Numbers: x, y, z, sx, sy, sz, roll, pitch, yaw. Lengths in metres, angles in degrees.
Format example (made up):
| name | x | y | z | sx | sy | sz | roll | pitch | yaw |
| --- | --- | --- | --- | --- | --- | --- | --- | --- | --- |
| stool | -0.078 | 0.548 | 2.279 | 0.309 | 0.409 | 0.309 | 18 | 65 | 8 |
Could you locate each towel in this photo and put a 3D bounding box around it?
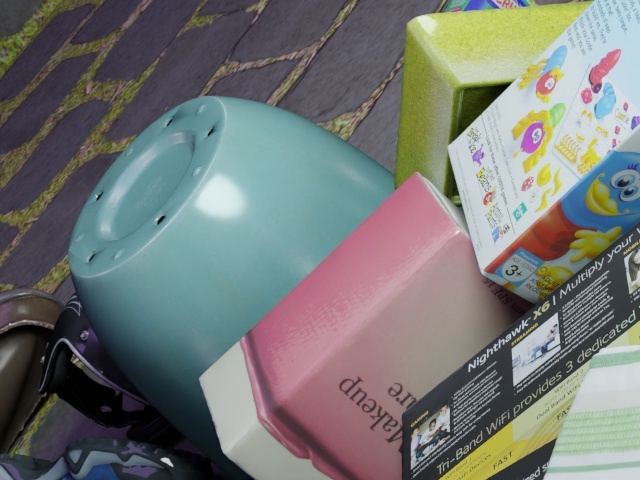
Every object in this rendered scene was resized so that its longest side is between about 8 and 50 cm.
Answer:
| name | x | y | z | sx | sy | sz | roll | pitch | yaw |
| --- | --- | --- | --- | --- | --- | --- | --- | --- | --- |
| towel | 0.164 | 0.125 | 1.010 | 0.113 | 0.023 | 0.152 | -15 | 46 | 59 |

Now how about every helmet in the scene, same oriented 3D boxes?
| name | x | y | z | sx | sy | sz | roll | pitch | yaw |
| --- | --- | --- | --- | --- | --- | --- | --- | --- | --- |
| helmet | -0.169 | 0.099 | 1.707 | 0.161 | 0.169 | 0.169 | -50 | 15 | 41 |

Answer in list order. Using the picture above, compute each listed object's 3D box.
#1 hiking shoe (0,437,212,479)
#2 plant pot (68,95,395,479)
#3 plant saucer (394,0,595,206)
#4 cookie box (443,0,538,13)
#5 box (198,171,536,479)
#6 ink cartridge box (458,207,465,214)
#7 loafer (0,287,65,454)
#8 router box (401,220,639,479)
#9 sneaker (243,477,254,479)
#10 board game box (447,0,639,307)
| name | x | y | z | sx | sy | sz | roll | pitch | yaw |
| --- | --- | --- | --- | --- | --- | --- | --- | --- | --- |
| hiking shoe | -0.207 | 0.250 | 1.635 | 0.304 | 0.113 | 0.132 | -15 | 68 | 42 |
| plant pot | -0.061 | 0.023 | 1.514 | 0.293 | 0.235 | 0.293 | -36 | 30 | 25 |
| plant saucer | 0.154 | -0.088 | 1.354 | 0.188 | 0.188 | 0.045 | -5 | 50 | -6 |
| cookie box | 0.155 | -0.188 | 1.704 | 0.040 | 0.092 | 0.107 | -6 | 46 | 54 |
| box | 0.049 | 0.092 | 1.344 | 0.232 | 0.148 | 0.127 | -44 | 23 | 7 |
| ink cartridge box | 0.176 | -0.061 | 1.497 | 0.135 | 0.056 | 0.099 | -48 | 23 | -4 |
| loafer | -0.377 | 0.215 | 1.962 | 0.366 | 0.134 | 0.130 | -53 | 44 | 9 |
| router box | 0.180 | 0.116 | 1.132 | 0.309 | 0.081 | 0.243 | -42 | 22 | 25 |
| sneaker | -0.073 | 0.272 | 1.320 | 0.146 | 0.102 | 0.293 | -34 | 25 | 27 |
| board game box | 0.236 | -0.080 | 1.233 | 0.275 | 0.142 | 0.144 | -45 | 32 | 28 |
